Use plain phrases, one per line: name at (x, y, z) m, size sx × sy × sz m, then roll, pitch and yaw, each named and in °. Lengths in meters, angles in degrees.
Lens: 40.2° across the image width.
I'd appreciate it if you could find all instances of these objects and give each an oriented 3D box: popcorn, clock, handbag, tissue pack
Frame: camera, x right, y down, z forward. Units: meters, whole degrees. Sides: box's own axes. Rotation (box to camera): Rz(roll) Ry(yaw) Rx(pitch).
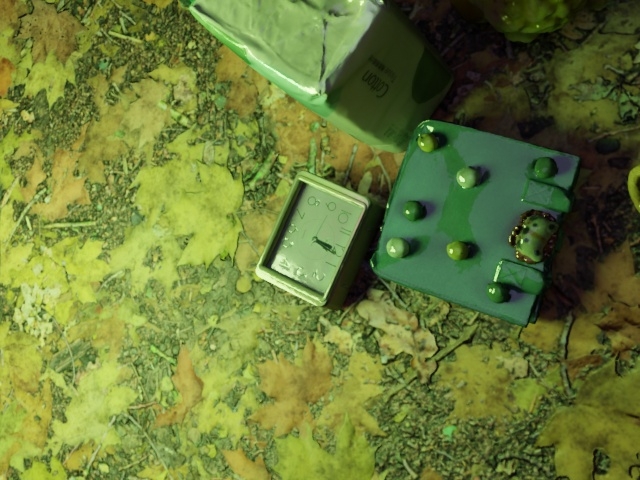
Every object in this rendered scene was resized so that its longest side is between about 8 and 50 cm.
popcorn at (0.296, -0.422, 1.280) m, size 0.212 × 0.259 × 0.259 m, roll -36°, pitch 68°, yaw -12°
clock at (0.000, 0.000, 1.416) m, size 0.146 × 0.071 × 0.192 m, roll 26°, pitch 93°, yaw 24°
handbag at (0.228, -0.036, 1.307) m, size 0.274 × 0.100 × 0.269 m, roll 19°, pitch 90°, yaw 25°
tissue pack at (0.016, -0.288, 1.292) m, size 0.266 × 0.356 × 0.194 m, roll 39°, pitch 98°, yaw 24°

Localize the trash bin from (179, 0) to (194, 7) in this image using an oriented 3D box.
trash bin at (-0.110, -0.554, 1.435) m, size 0.380 × 0.295 × 0.259 m, roll -6°, pitch 81°, yaw 17°

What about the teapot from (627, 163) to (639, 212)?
teapot at (0.522, 0.009, 1.152) m, size 0.203 × 0.167 × 0.311 m, roll -33°, pitch 49°, yaw -12°
